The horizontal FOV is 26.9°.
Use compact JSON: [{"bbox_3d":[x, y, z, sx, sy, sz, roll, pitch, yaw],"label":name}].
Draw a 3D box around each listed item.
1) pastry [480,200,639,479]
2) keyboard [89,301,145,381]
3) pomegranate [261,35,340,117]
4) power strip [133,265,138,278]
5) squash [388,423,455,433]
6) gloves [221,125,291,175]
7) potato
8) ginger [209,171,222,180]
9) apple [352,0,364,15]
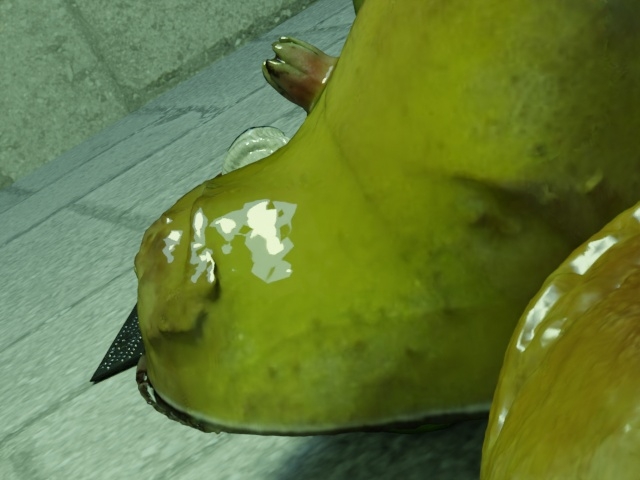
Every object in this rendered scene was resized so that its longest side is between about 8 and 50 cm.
[{"bbox_3d":[0.216,0.059,0.557,0.356,0.164,0.356,-26,19,10],"label":"pastry"},{"bbox_3d":[-0.189,0.090,1.411,0.067,0.011,0.202,-25,16,15],"label":"keyboard"},{"bbox_3d":[0.046,-0.116,1.176,0.180,0.210,0.180,-56,6,9],"label":"pomegranate"},{"bbox_3d":[-0.087,-0.008,1.486,0.305,0.044,0.064,-19,17,28],"label":"power strip"},{"bbox_3d":[0.010,0.087,0.958,0.082,0.082,0.292,-35,17,-23],"label":"squash"},{"bbox_3d":[-0.006,-0.001,1.096,0.097,0.229,0.119,-21,-37,-37],"label":"gloves"},{"bbox_3d":[0.073,-0.078,0.814,0.397,0.296,0.290,-3,22,6],"label":"potato"},{"bbox_3d":[-0.082,-0.057,1.583,0.103,0.073,0.162,-24,9,19],"label":"ginger"},{"bbox_3d":[0.173,-0.299,1.512,0.292,0.292,0.254,-11,51,46],"label":"apple"}]
